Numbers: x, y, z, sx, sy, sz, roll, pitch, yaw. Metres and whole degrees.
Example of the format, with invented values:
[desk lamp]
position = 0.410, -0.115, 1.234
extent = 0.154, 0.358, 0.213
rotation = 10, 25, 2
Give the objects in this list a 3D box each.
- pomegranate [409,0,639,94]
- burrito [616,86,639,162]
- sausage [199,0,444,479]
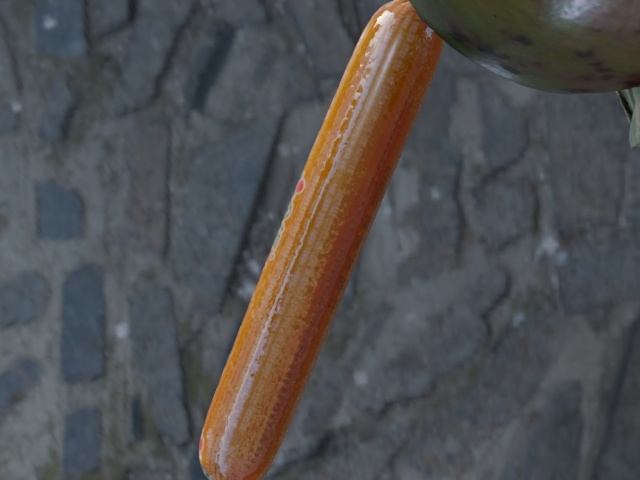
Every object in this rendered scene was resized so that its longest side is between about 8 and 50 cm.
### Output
[pomegranate]
position = 0.088, -0.195, 0.902
extent = 0.306, 0.242, 0.242
rotation = 15, 60, 6
[burrito]
position = 0.175, -0.097, 0.992
extent = 0.045, 0.041, 0.185
rotation = 12, 34, -13
[sausage]
position = 0.000, 0.000, 1.152
extent = 0.053, 0.053, 0.348
rotation = 22, 90, 23
